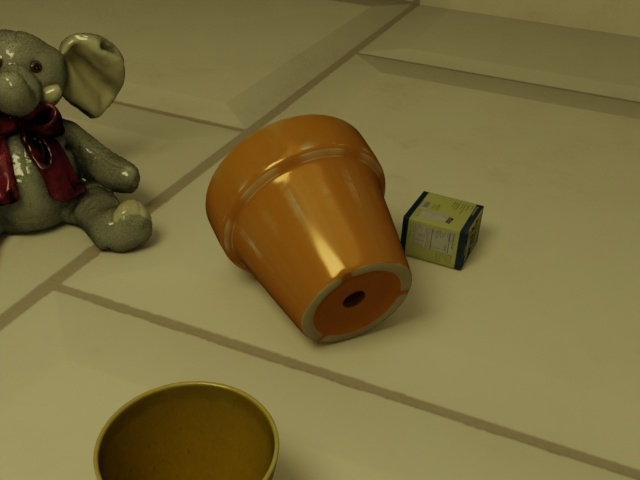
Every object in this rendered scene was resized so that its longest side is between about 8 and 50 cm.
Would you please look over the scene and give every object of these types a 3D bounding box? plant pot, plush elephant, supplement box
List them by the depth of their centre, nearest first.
[{"bbox_3d":[-0.099,0.189,0.561,0.134,0.095,0.134,2,33,-1],"label":"plant pot"},{"bbox_3d":[0.000,0.000,0.798,0.205,0.205,0.188,-12,51,-22],"label":"plant pot"},{"bbox_3d":[-0.373,-0.143,0.916,0.272,0.255,0.330,-9,34,-18],"label":"plush elephant"},{"bbox_3d":[0.157,-0.014,0.944,0.083,0.056,0.083,16,34,20],"label":"supplement box"}]
